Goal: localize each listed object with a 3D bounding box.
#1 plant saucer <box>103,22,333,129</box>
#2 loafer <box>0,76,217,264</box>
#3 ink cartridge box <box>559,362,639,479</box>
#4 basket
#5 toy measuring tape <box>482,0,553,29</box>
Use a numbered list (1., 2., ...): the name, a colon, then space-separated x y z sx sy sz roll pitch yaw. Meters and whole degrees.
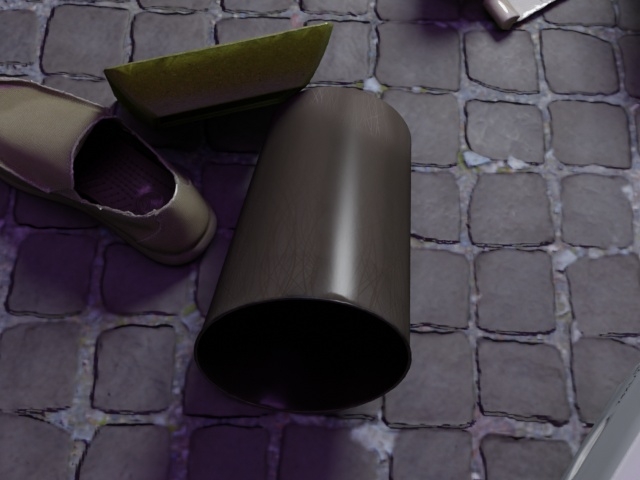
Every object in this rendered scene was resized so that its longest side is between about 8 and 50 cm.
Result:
1. plant saucer: -0.089 -0.137 0.818 0.188 0.188 0.045 -14 95 -9
2. loafer: -0.210 -0.078 0.816 0.268 0.092 0.102 27 67 9
3. ink cartridge box: 0.312 0.225 0.651 0.270 0.197 0.198 35 68 12
4. basket: 0.000 0.000 0.756 0.154 0.204 0.227 22 54 -17
5. toy measuring tape: 0.315 -0.325 0.943 0.330 0.121 0.121 -29 71 -15
